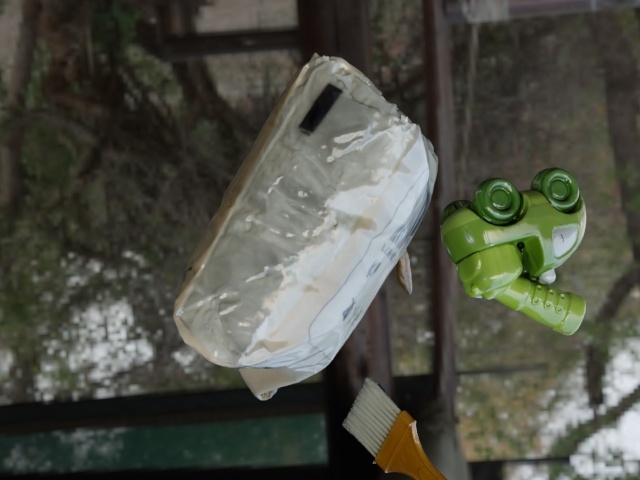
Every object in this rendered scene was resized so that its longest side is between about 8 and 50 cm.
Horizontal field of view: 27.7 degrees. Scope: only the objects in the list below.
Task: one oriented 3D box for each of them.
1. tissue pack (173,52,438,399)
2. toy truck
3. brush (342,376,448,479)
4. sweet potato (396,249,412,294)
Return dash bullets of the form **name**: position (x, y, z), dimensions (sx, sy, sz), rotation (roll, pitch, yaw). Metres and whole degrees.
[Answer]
- **tissue pack**: position (0.000, 0.000, 1.470), dimensions (0.195, 0.390, 0.375), rotation (31, 175, 13)
- **toy truck**: position (0.251, 0.013, 1.691), dimensions (0.187, 0.210, 0.148), rotation (7, 163, -19)
- **brush**: position (0.140, 0.291, 1.513), dimensions (0.017, 0.090, 0.314), rotation (-16, -130, -43)
- **sweet potato**: position (0.131, 0.033, 2.090), dimensions (0.026, 0.115, 0.026), rotation (-8, -163, 3)
